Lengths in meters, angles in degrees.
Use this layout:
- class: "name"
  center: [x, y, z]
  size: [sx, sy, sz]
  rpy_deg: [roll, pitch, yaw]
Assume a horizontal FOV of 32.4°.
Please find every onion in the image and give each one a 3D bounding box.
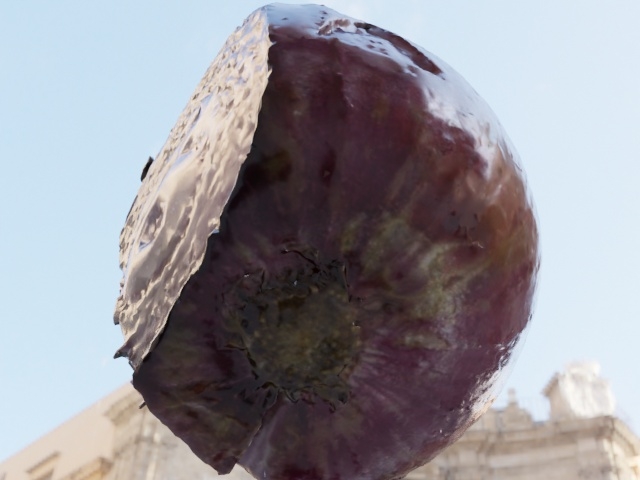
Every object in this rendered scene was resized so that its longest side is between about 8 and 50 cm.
- class: "onion"
  center: [0.012, 0.012, 0.639]
  size: [0.230, 0.272, 0.256]
  rpy_deg: [29, -52, -14]
